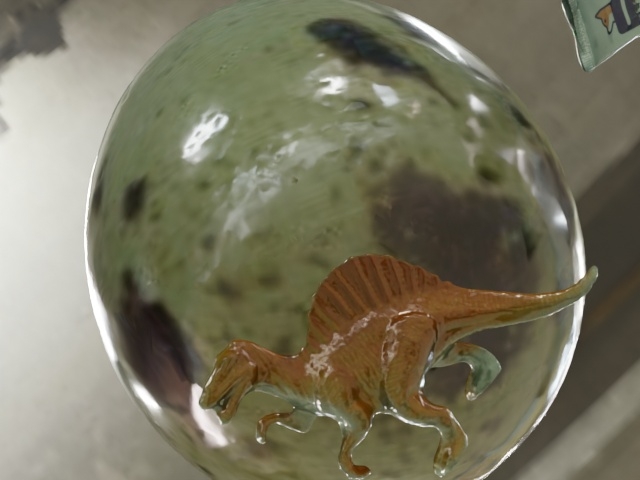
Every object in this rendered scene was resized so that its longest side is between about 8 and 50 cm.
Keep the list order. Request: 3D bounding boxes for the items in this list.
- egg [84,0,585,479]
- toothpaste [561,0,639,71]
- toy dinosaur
[{"bbox_3d":[0.000,0.000,1.384,0.345,0.428,0.345,-17,-46,-18],"label":"egg"},{"bbox_3d":[0.246,-0.182,1.388,0.205,0.036,0.056,-30,-73,-35],"label":"toothpaste"},{"bbox_3d":[0.042,0.054,1.119,0.142,0.057,0.212,43,-100,-15],"label":"toy dinosaur"}]
